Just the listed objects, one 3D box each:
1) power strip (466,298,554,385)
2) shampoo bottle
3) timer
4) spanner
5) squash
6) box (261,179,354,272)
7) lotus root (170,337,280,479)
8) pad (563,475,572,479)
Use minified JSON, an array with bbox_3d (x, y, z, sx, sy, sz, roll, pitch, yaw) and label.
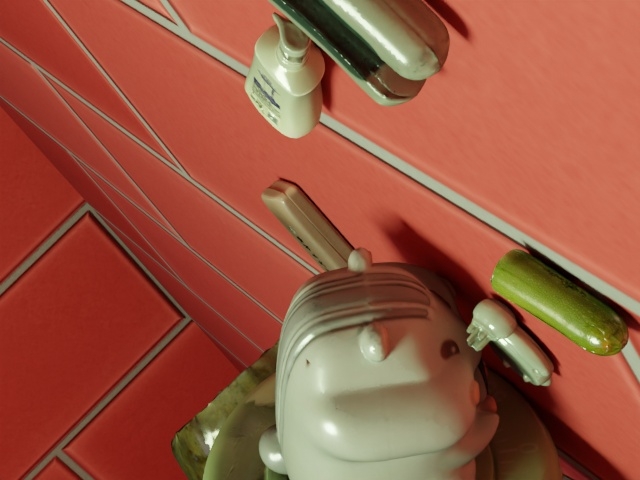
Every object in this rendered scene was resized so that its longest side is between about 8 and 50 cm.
[{"bbox_3d":[0.118,0.070,0.975,0.055,0.035,0.083,36,170,45],"label":"power strip"},{"bbox_3d":[-0.017,-0.093,0.850,0.049,0.034,0.141,51,171,4],"label":"shampoo bottle"},{"bbox_3d":[0.042,0.142,1.062,0.291,0.291,0.315,39,149,35],"label":"timer"},{"bbox_3d":[-0.069,-0.181,0.665,0.325,0.040,0.095,44,170,-1],"label":"spanner"},{"bbox_3d":[0.127,0.034,0.794,0.083,0.027,0.027,36,167,39],"label":"squash"},{"bbox_3d":[0.000,0.000,1.215,0.115,0.025,0.048,48,172,-22],"label":"box"},{"bbox_3d":[0.042,0.237,1.455,0.346,0.250,0.250,41,171,3],"label":"lotus root"},{"bbox_3d":[0.251,0.258,1.313,0.188,0.006,0.113,48,171,-20],"label":"pad"}]
